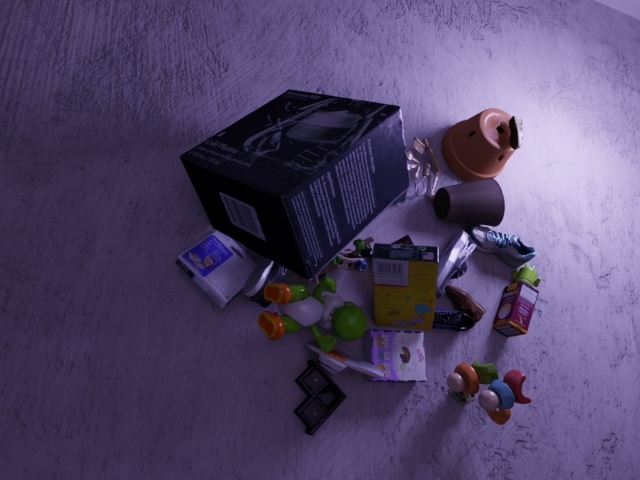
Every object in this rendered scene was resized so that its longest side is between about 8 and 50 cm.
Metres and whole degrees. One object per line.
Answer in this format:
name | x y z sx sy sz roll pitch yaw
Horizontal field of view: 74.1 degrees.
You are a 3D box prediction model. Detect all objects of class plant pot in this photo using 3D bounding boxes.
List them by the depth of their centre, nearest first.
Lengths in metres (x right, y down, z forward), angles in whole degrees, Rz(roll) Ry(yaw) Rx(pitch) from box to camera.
plant pot | 0.686 -0.408 1.766 0.290 0.203 0.291 6 70 -16

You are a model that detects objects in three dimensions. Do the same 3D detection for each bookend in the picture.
bookend | -0.031 0.478 1.305 0.156 0.072 0.157 -40 86 -24

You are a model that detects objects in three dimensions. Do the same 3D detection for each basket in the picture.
basket | 0.580 -0.147 1.675 0.226 0.154 0.205 -4 73 -14

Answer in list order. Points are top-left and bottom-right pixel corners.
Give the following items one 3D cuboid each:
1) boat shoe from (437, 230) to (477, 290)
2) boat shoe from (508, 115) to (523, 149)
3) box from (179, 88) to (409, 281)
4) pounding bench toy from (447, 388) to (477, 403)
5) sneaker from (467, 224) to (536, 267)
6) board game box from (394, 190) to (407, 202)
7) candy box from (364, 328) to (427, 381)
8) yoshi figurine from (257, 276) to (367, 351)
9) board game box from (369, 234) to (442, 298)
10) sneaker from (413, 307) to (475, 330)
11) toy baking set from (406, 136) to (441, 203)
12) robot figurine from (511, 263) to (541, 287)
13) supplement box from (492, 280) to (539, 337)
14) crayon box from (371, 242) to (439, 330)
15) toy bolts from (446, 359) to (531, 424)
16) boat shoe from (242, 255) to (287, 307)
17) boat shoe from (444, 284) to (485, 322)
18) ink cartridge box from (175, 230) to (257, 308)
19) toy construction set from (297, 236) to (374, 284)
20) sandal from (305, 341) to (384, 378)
boat shoe | 0.499 0.097 1.590 0.102 0.108 0.301 40 59 -1
boat shoe | 0.771 -0.419 1.655 0.048 0.056 0.153 11 61 -8
box | -0.067 -0.203 1.285 0.479 0.298 0.471 24 53 38
pounding bench toy | 0.483 0.529 1.455 0.083 0.052 0.065 -14 76 -21
sneaker | 0.720 0.002 1.676 0.282 0.122 0.110 24 66 -8
board game box | 0.299 -0.271 1.620 0.047 0.160 0.211 -3 72 5
candy box | 0.250 0.389 1.424 0.196 0.070 0.165 6 69 -14
yoshi figurine | 0.006 0.227 1.291 0.361 0.203 0.203 12 47 -40
board game box | 0.300 0.123 1.504 0.164 0.042 0.244 -29 80 10
sneaker | 0.436 0.276 1.509 0.232 0.090 0.082 9 69 -14
toy baking set | 0.416 -0.285 1.710 0.196 0.030 0.256 -44 110 -29
robot figurine | 0.815 0.151 1.682 0.101 0.067 0.115 22 64 22
supplement box | 0.736 0.260 1.599 0.080 0.104 0.188 32 65 -4
crayon box | 0.273 0.157 1.383 0.202 0.319 0.081 4 39 13
toy bolts | 0.523 0.498 1.331 0.158 0.228 0.219 -12 83 -21
boat shoe | -0.151 0.082 1.395 0.091 0.114 0.303 47 52 -25
boat shoe | 0.530 0.234 1.567 0.178 0.064 0.060 39 64 -4
ink cartridge box | -0.317 0.082 1.354 0.206 0.045 0.208 44 38 1
toy construction set | 0.000 0.000 1.424 0.237 0.258 0.309 -24 59 -11
sandal | 0.065 0.396 1.329 0.265 0.102 0.076 21 90 12
